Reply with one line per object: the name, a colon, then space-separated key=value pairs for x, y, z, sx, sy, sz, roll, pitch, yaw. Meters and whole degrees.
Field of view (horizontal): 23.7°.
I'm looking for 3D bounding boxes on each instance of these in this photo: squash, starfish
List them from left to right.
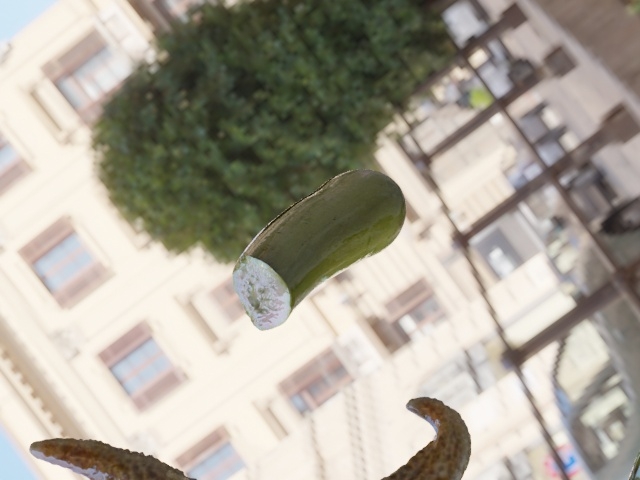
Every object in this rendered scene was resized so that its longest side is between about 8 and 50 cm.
starfish: x=-0.022 y=0.236 z=0.995 sx=0.375 sy=0.327 sz=0.094 roll=49 pitch=-169 yaw=-14
squash: x=0.000 y=0.000 z=1.333 sx=0.083 sy=0.083 sz=0.250 roll=53 pitch=-145 yaw=1

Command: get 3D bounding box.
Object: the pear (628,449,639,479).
pear: x=0.247 y=0.146 z=0.711 sx=0.164 sy=0.238 sz=0.255 roll=5 pitch=-107 yaw=-39
